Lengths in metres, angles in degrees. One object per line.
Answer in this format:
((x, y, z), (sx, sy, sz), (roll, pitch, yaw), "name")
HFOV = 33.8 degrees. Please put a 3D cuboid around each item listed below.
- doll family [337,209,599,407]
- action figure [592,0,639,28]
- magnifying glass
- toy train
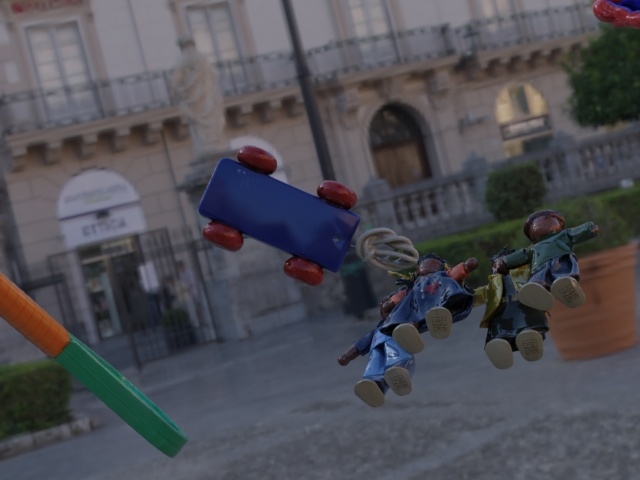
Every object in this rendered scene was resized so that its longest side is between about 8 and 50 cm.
((0.093, 0.041, 0.693), (0.193, 0.076, 0.111), (-15, 27, 15), "doll family")
((0.385, -0.228, 1.058), (0.091, 0.280, 0.139), (-59, 2, -14), "action figure")
((-0.167, 0.082, 0.732), (0.026, 0.231, 0.092), (-48, 42, -9), "magnifying glass")
((0.000, 0.000, 1.090), (0.248, 0.105, 0.143), (23, -7, -1), "toy train")
